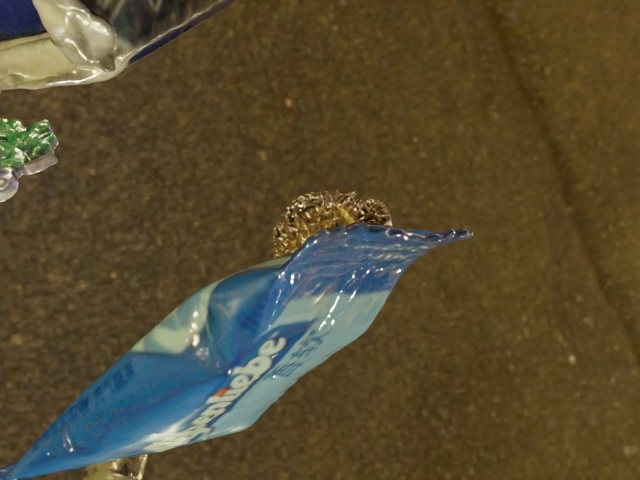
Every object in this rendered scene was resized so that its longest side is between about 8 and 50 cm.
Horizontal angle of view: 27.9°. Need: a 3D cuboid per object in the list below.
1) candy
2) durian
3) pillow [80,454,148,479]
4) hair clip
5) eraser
[{"bbox_3d":[-0.064,0.078,0.846,0.187,0.331,0.077,-7,63,-54],"label":"candy"},{"bbox_3d":[0.000,-0.003,0.989,0.071,0.110,0.140,36,15,-20],"label":"durian"},{"bbox_3d":[-0.214,0.280,1.215,0.051,0.093,0.241,31,79,-32],"label":"pillow"},{"bbox_3d":[-0.375,-0.073,1.424,0.195,0.124,0.052,-33,145,-18],"label":"hair clip"},{"bbox_3d":[-0.080,-0.191,0.715,0.332,0.155,0.101,-42,130,-39],"label":"eraser"}]
